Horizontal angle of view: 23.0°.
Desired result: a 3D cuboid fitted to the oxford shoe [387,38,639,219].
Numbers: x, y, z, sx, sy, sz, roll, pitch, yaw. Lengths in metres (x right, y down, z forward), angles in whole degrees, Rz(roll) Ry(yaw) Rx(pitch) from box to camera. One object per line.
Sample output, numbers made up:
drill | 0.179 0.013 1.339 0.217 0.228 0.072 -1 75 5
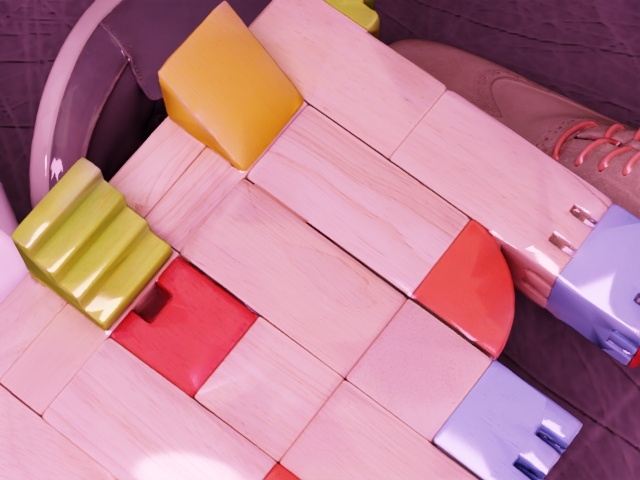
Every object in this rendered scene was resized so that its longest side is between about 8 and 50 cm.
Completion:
oxford shoe | 0.168 -0.031 0.847 0.348 0.130 0.123 31 58 16

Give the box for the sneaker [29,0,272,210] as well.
sneaker | -0.078 -0.089 0.897 0.118 0.083 0.222 18 54 7

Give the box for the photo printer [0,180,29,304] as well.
photo printer | -0.307 -0.042 0.804 0.256 0.107 0.307 -19 48 -13

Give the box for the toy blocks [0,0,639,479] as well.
toy blocks | 0.000 0.069 0.740 0.261 0.190 0.381 36 74 12
